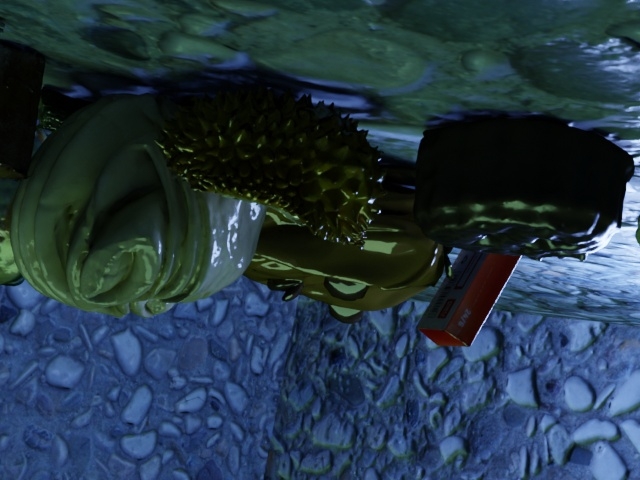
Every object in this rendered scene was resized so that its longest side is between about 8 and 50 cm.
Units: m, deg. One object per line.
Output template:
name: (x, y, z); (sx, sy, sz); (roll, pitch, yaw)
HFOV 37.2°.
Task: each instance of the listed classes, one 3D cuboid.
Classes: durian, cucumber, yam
durian: (-0.044, -0.098, 0.995); (0.250, 0.183, 0.138); (15, 137, -15)
cucumber: (-0.268, -0.146, 1.217); (0.187, 0.058, 0.058); (12, 173, -13)
yam: (-0.345, -0.140, 1.037); (0.079, 0.141, 0.079); (9, 174, 1)

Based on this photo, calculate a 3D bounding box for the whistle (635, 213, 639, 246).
whistle: (0.415, -0.015, 1.072); (0.085, 0.105, 0.227); (-28, 175, -7)

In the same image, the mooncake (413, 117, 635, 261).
mooncake: (0.210, -0.048, 1.008); (0.228, 0.124, 0.228); (10, 172, 1)

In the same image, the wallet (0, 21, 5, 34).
wallet: (-0.416, -0.231, 0.912); (0.197, 0.020, 0.103); (16, 170, -40)

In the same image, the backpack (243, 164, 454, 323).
backpack: (0.001, -0.006, 1.356); (0.378, 0.201, 0.353); (7, 169, 4)

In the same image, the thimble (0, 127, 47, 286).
thimble: (-0.503, -0.068, 1.430); (0.167, 0.254, 0.288); (10, 147, -21)

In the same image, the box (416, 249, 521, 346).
box: (0.227, 0.043, 1.349); (0.050, 0.229, 0.123); (34, 169, -10)

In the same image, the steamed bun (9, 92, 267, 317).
steamed bun: (-0.228, -0.038, 1.101); (0.289, 0.275, 0.203); (19, -175, 14)
